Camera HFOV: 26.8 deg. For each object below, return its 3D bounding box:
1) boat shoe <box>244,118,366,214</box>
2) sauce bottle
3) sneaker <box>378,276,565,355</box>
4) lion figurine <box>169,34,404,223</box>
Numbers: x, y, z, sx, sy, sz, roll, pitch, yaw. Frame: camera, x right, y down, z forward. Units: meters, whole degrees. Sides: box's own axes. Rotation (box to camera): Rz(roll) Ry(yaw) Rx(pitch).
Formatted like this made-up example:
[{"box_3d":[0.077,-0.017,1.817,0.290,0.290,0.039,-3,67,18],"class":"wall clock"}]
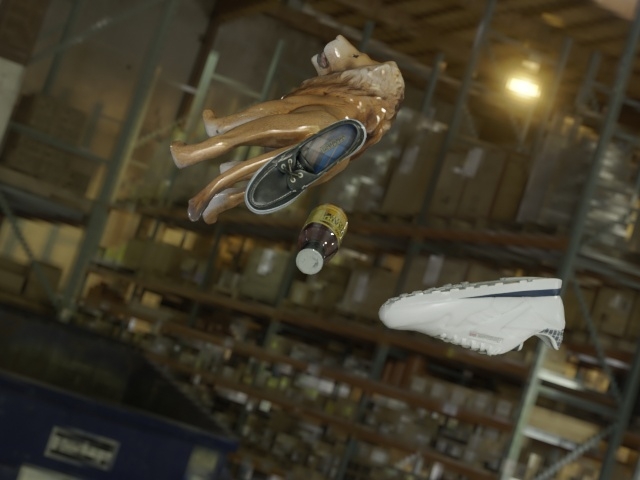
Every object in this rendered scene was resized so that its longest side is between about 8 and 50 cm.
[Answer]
[{"box_3d":[-0.018,-0.077,1.336,0.049,0.142,0.040,54,2,3],"class":"boat shoe"},{"box_3d":[0.000,0.000,1.289,0.042,0.042,0.128,18,22,1],"class":"sauce bottle"},{"box_3d":[0.187,0.097,1.632,0.235,0.094,0.090,-4,4,-10],"class":"sneaker"},{"box_3d":[-0.021,-0.115,1.528,0.240,0.142,0.392,-12,21,8],"class":"lion figurine"}]
